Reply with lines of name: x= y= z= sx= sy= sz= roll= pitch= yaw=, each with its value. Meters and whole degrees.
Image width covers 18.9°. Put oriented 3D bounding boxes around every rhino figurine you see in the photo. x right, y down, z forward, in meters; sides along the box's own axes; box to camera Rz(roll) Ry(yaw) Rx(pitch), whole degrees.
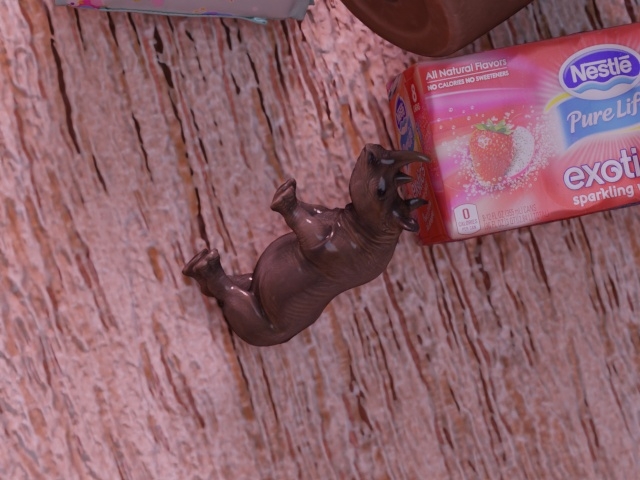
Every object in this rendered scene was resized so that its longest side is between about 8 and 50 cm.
rhino figurine: x=0.000 y=0.000 z=1.572 sx=0.243 sy=0.073 sz=0.106 roll=-38 pitch=100 yaw=25

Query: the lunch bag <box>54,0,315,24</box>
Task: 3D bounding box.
lunch bag: x=-0.109 y=-0.310 z=1.572 sx=0.223 sy=0.160 sz=0.262 roll=1 pitch=99 yaw=-12

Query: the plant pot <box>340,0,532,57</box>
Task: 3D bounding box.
plant pot: x=0.119 y=-0.275 z=1.528 sx=0.263 sy=0.263 sz=0.229 roll=43 pitch=70 yaw=-5

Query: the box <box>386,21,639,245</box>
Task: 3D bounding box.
box: x=0.222 y=-0.097 z=1.618 sx=0.300 sy=0.142 sz=0.154 roll=-10 pitch=89 yaw=-9
